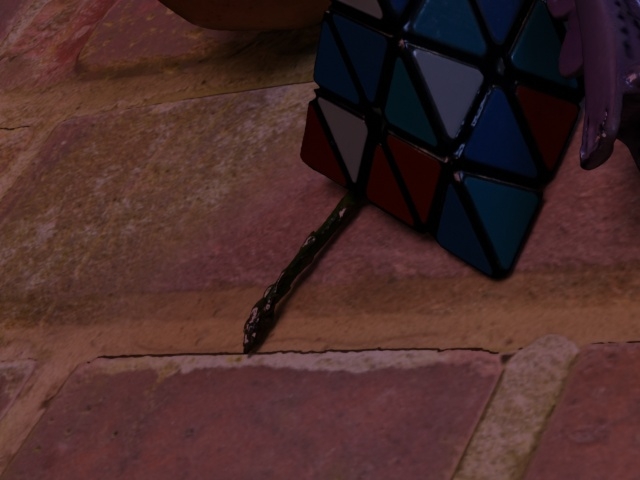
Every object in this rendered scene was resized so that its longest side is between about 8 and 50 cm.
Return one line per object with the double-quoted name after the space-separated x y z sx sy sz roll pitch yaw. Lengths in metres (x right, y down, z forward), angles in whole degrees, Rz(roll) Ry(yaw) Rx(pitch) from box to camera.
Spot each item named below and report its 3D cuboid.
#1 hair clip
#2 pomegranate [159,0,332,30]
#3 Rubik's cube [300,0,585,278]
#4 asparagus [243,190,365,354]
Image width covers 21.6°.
0.211 -0.148 1.211 0.137 0.090 0.278 126 152 -46 "hair clip"
-0.052 -0.352 1.570 0.338 0.338 0.338 -25 33 18 "pomegranate"
0.064 -0.066 1.314 0.234 0.284 0.250 -21 67 47 "Rubik's cube"
0.000 0.000 1.344 0.233 0.023 0.022 -53 -10 -25 "asparagus"
